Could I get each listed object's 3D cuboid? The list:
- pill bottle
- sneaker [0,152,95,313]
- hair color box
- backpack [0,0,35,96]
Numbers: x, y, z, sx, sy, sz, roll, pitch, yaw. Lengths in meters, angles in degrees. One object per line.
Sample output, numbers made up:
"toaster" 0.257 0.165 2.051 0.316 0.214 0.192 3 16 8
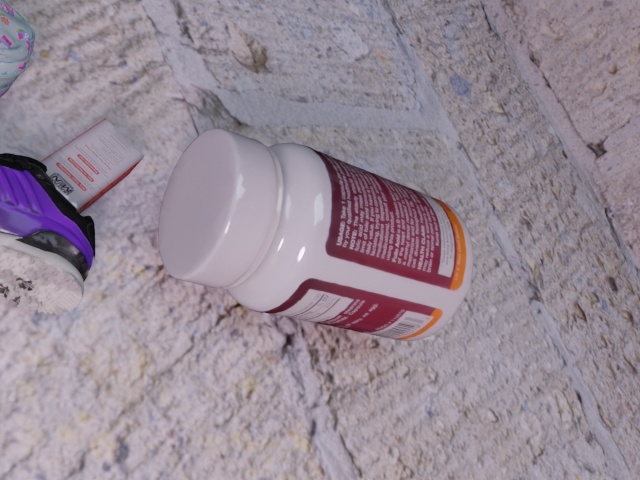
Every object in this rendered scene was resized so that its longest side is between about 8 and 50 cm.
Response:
"pill bottle" 0.000 0.000 0.942 0.392 0.224 0.224 17 51 -37
"sneaker" -0.365 -0.049 0.727 0.293 0.102 0.146 37 38 -26
"hair color box" -0.290 -0.087 0.863 0.072 0.043 0.141 46 39 -9
"backpack" -0.423 -0.243 0.791 0.182 0.115 0.152 44 37 -15
